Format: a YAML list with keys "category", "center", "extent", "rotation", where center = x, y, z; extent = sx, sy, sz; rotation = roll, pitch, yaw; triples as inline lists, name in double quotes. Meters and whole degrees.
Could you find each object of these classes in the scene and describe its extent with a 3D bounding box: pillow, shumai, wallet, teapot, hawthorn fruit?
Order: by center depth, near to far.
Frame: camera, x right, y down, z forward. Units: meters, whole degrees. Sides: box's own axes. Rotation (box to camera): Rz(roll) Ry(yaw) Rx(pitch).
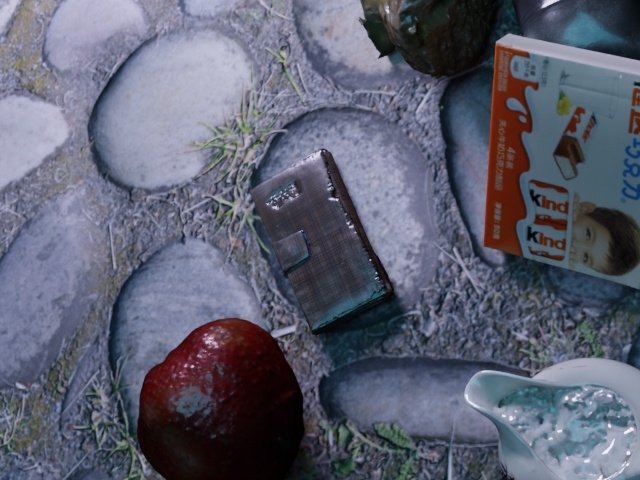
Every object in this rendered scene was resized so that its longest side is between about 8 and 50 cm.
- category: "teapot"
  center: [0.317, 0.230, 1.715]
  extent: [0.300, 0.166, 0.208]
  rotation: [11, 57, 37]
- category: "hawthorn fruit"
  center: [-0.112, 0.238, 1.880]
  extent: [0.210, 0.230, 0.266]
  rotation: [-20, 74, -31]
- category: "pillow"
  center: [0.319, -0.292, 1.901]
  extent: [0.186, 0.106, 0.249]
  rotation: [-17, 67, 17]
- category: "shumai"
  center: [0.120, -0.305, 1.971]
  extent: [0.176, 0.166, 0.206]
  rotation: [3, 45, 37]
- category: "wallet"
  center: [0.000, 0.000, 1.993]
  extent: [0.124, 0.042, 0.230]
  rotation: [-29, 66, 10]

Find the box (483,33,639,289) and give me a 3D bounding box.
- category: "box"
  center: [0.321, -0.085, 1.784]
  extent: [0.265, 0.048, 0.273]
  rotation: [15, 121, 27]
